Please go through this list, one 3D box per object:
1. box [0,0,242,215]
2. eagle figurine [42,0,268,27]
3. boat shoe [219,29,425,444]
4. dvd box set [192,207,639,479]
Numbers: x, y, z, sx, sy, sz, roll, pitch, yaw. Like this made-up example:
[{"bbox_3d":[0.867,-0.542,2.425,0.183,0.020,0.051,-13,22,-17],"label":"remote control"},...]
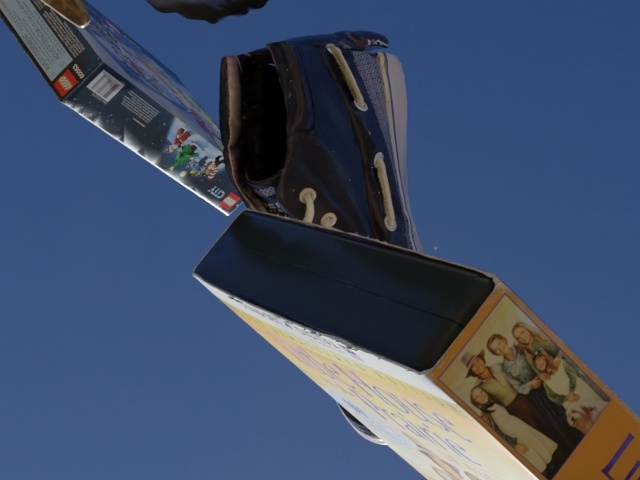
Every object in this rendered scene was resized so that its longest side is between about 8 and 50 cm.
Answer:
[{"bbox_3d":[-0.155,-0.123,0.993,0.044,0.233,0.159,-44,-123,6],"label":"box"},{"bbox_3d":[-0.155,-0.242,0.781,0.225,0.298,0.226,-3,-79,21],"label":"eagle figurine"},{"bbox_3d":[0.000,0.000,0.977,0.127,0.158,0.340,-12,-95,37],"label":"boat shoe"},{"bbox_3d":[0.136,0.148,0.741,0.420,0.308,0.062,43,-102,-25],"label":"dvd box set"}]
